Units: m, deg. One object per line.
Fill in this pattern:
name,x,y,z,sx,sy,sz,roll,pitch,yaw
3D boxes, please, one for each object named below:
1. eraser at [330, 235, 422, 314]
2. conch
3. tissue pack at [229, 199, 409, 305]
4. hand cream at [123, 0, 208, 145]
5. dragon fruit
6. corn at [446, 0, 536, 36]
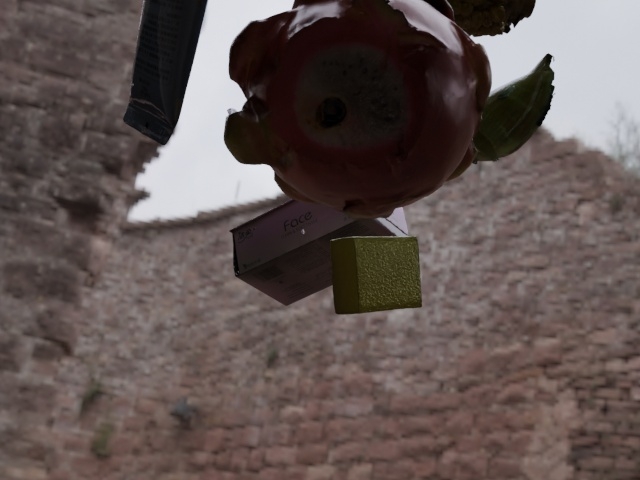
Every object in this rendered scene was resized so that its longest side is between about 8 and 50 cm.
eraser,0.073,0.043,1.534,0.122,0.097,0.045,-3,-4,-43
conch,0.251,-0.163,1.638,0.080,0.094,0.201,15,-43,-40
tissue pack,0.000,0.000,1.878,0.246,0.092,0.148,-26,-35,22
hand cream,-0.114,-0.217,0.971,0.058,0.271,0.091,5,16,-37
dragon fruit,0.034,-0.123,1.015,0.224,0.224,0.227,7,0,5
corn,0.096,-0.318,1.416,0.322,0.119,0.119,12,-22,2
